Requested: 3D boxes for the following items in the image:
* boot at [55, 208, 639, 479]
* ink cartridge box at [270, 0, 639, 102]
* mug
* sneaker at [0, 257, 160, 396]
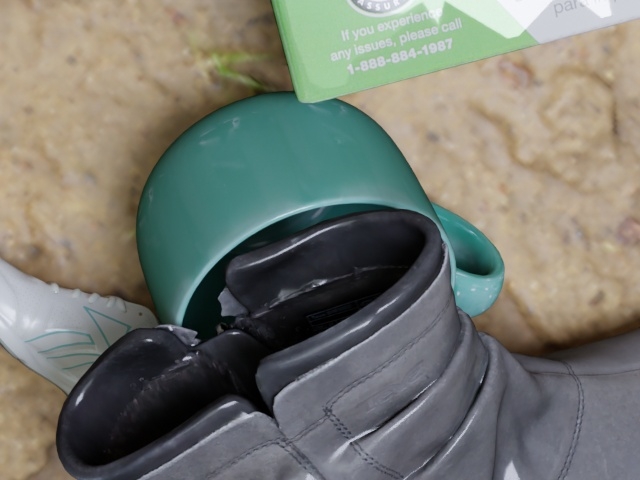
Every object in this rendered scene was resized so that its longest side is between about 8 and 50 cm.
[{"bbox_3d":[0.077,0.067,0.741,0.338,0.118,0.223,-32,129,-5],"label":"boot"},{"bbox_3d":[0.050,-0.217,0.727,0.198,0.115,0.273,-15,103,2],"label":"ink cartridge box"},{"bbox_3d":[-0.009,0.003,0.784,0.129,0.097,0.158,-38,137,13],"label":"mug"},{"bbox_3d":[-0.114,0.045,0.826,0.152,0.054,0.061,43,84,-13],"label":"sneaker"}]
